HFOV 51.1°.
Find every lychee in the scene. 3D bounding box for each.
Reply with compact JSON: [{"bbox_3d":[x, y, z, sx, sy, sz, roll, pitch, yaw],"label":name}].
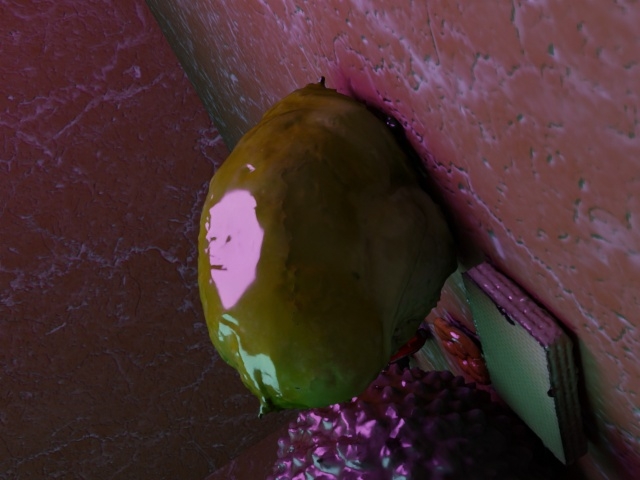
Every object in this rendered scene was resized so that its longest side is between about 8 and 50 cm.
[{"bbox_3d":[0.115,0.339,0.864,0.380,0.381,0.432,50,162,45],"label":"lychee"}]

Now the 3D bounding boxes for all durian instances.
[{"bbox_3d":[0.000,0.000,0.660,0.256,0.339,0.204,32,146,13],"label":"durian"}]

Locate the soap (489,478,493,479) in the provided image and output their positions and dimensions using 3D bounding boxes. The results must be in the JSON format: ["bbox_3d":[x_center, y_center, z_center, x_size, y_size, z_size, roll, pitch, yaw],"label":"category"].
[{"bbox_3d":[0.180,0.341,0.578,0.289,0.112,0.182,58,-173,1],"label":"soap"}]

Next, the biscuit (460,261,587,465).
[{"bbox_3d":[0.197,0.118,0.636,0.121,0.041,0.199,53,171,49],"label":"biscuit"}]

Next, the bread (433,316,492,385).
[{"bbox_3d":[0.186,0.143,0.874,0.110,0.024,0.110,54,175,6],"label":"bread"}]

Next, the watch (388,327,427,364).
[{"bbox_3d":[0.080,0.079,1.123,0.165,0.102,0.268,71,173,-69],"label":"watch"}]

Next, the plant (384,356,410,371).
[{"bbox_3d":[0.048,0.195,1.388,0.276,0.188,0.199,58,172,-5],"label":"plant"}]
